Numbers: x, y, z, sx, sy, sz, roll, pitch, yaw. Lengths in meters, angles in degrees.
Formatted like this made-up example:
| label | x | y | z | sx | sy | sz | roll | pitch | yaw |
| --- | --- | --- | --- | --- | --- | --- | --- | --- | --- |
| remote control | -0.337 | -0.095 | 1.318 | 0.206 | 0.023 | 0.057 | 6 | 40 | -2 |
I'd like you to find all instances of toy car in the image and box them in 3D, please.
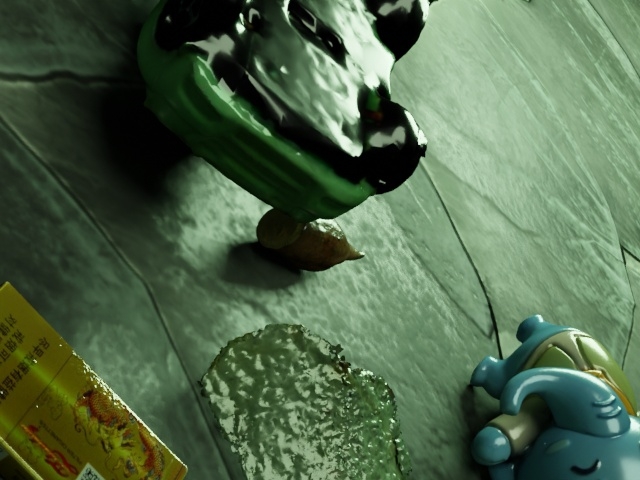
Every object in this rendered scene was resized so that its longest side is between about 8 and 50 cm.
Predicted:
| label | x | y | z | sx | sy | sz | roll | pitch | yaw |
| --- | --- | --- | --- | --- | --- | --- | --- | --- | --- |
| toy car | -0.042 | -0.167 | 0.896 | 0.213 | 0.176 | 0.359 | 35 | 41 | -31 |

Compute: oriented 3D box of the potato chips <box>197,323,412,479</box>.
| label | x | y | z | sx | sy | sz | roll | pitch | yaw |
| --- | --- | --- | --- | --- | --- | --- | --- | --- | --- |
| potato chips | 0.014 | 0.160 | 0.781 | 0.228 | 0.059 | 0.167 | 39 | 45 | -28 |

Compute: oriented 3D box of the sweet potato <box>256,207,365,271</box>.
| label | x | y | z | sx | sy | sz | roll | pitch | yaw |
| --- | --- | --- | --- | --- | --- | --- | --- | --- | --- |
| sweet potato | 0.000 | 0.000 | 0.914 | 0.117 | 0.049 | 0.049 | 19 | 47 | -50 |

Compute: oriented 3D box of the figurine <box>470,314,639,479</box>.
| label | x | y | z | sx | sy | sz | roll | pitch | yaw |
| --- | --- | --- | --- | --- | --- | --- | --- | --- | --- |
| figurine | 0.208 | 0.182 | 0.972 | 0.180 | 0.154 | 0.262 | 2 | 43 | -44 |

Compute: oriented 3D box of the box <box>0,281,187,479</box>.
| label | x | y | z | sx | sy | sz | roll | pitch | yaw |
| --- | --- | --- | --- | --- | --- | --- | --- | --- | --- |
| box | -0.145 | 0.104 | 0.639 | 0.156 | 0.022 | 0.089 | 48 | 33 | -15 |
